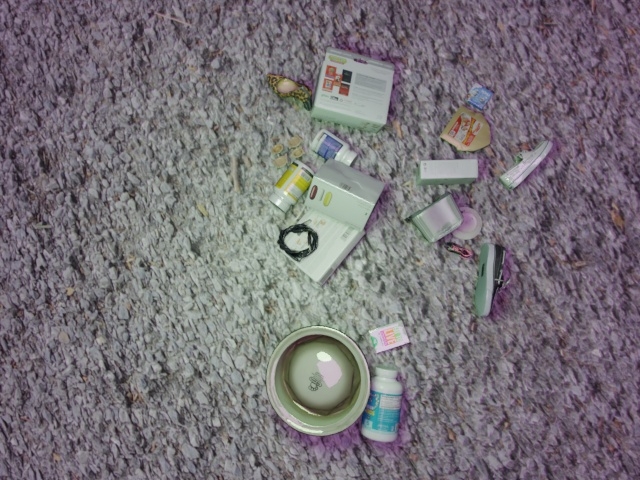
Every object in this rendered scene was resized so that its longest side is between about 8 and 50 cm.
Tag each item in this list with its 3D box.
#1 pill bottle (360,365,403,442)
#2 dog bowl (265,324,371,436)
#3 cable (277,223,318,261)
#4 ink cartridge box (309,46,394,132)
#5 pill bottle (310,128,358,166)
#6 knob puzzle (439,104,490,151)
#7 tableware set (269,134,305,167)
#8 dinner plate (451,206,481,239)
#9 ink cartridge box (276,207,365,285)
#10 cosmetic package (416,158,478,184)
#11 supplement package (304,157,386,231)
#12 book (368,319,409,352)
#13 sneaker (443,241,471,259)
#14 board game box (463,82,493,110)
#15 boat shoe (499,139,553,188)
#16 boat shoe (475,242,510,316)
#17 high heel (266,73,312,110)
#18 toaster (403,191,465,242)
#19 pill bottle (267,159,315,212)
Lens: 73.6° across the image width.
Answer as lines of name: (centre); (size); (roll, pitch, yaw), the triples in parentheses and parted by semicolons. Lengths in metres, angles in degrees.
pill bottle: (0.245, 0.636, 1.683); (0.147, 0.146, 0.263); (8, 83, 4)
dog bowl: (0.000, 0.536, 1.687); (0.409, 0.150, 0.407); (-1, 82, 10)
cable: (-0.099, -0.005, 1.793); (0.184, 0.047, 0.150); (39, 86, 32)
ink cartridge box: (0.137, -0.636, 1.819); (0.310, 0.130, 0.271); (12, 83, -10)
pill bottle: (0.063, -0.385, 1.833); (0.187, 0.112, 0.112); (35, 86, 7)
knob puzzle: (0.643, -0.465, 1.852); (0.214, 0.030, 0.212); (0, 82, 3)
tableware set: (-0.143, -0.390, 1.865); (0.169, 0.020, 0.141); (-25, 55, 4)
dinner plate: (0.614, -0.074, 1.814); (0.141, 0.017, 0.141); (0, 83, 2)
ink cartridge box: (0.000, 0.000, 1.815); (0.261, 0.066, 0.296); (38, 86, 32)
cosmetic package: (0.528, -0.284, 1.794); (0.231, 0.117, 0.085); (0, 84, 5)
supplement package: (0.102, -0.189, 1.742); (0.262, 0.204, 0.145); (26, 128, 6)
book: (0.282, 0.396, 1.770); (0.144, 0.035, 0.096); (-19, 79, 2)
sneaker: (0.573, 0.038, 1.782); (0.120, 0.057, 0.047); (24, 87, 7)
board game box: (0.691, -0.630, 1.874); (0.090, 0.020, 0.090); (35, 85, 7)
boat shoe: (0.861, -0.335, 1.792); (0.084, 0.095, 0.258); (42, 86, 3)
boat shoe: (0.700, 0.163, 1.735); (0.105, 0.113, 0.305); (13, 68, -1)
high heel: (-0.139, -0.675, 1.841); (0.261, 0.186, 0.093); (37, 87, 7)
toaster: (0.477, -0.087, 1.764); (0.227, 0.129, 0.146); (-33, 85, 7)
pill bottle: (-0.124, -0.228, 1.821); (0.119, 0.119, 0.208); (37, 86, 7)
